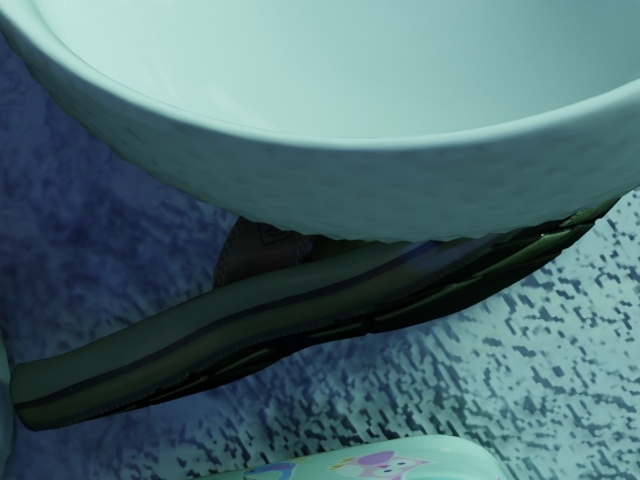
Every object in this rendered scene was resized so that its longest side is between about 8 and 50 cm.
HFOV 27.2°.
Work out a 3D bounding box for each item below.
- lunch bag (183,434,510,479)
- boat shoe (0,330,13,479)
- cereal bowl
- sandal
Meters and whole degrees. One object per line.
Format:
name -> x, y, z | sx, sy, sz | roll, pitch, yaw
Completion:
lunch bag -> 0.015, 0.227, 0.578 | 0.224, 0.108, 0.279 | -12, 94, 7
boat shoe -> -0.208, 0.137, 0.601 | 0.109, 0.094, 0.302 | 5, 95, 5
cereal bowl -> 0.039, -0.141, 0.501 | 0.339, 0.141, 0.339 | -4, 62, 8
sandal -> -0.001, 0.000, 0.564 | 0.303, 0.120, 0.086 | -20, 78, 7
